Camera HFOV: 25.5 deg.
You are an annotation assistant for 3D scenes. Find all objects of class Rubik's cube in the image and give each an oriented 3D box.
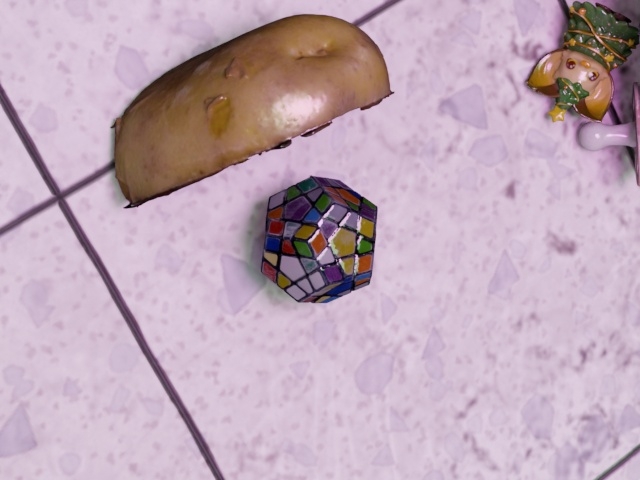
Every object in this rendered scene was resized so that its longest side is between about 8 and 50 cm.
[{"bbox_3d":[0.000,0.000,1.177,0.093,0.111,0.111,-42,110,-43],"label":"Rubik's cube"}]

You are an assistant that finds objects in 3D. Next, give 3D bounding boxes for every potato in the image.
[{"bbox_3d":[-0.052,-0.115,1.125,0.243,0.138,0.098,-27,99,-23],"label":"potato"}]

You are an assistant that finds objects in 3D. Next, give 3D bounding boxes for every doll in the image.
[{"bbox_3d":[0.244,-0.164,1.305,0.078,0.076,0.113,29,111,4],"label":"doll"}]

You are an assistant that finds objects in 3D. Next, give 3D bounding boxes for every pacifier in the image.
[{"bbox_3d":[0.280,-0.096,1.320,0.078,0.081,0.099,-3,67,7],"label":"pacifier"}]

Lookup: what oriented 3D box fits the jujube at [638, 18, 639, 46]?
[{"bbox_3d":[0.415,-0.205,1.266,0.317,0.226,0.226,-31,106,-46],"label":"jujube"}]
